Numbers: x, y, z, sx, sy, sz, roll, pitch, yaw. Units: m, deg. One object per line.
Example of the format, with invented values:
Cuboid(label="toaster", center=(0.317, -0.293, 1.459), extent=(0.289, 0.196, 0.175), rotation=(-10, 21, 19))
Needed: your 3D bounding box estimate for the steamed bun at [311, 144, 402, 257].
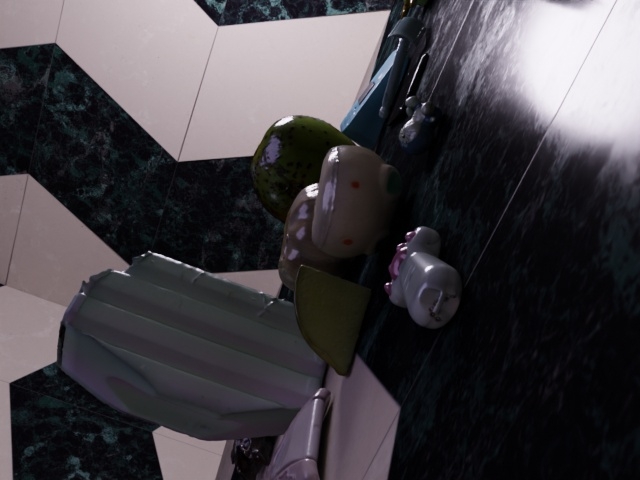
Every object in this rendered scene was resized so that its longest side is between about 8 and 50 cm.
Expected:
Cuboid(label="steamed bun", center=(0.057, -0.059, 1.188), extent=(0.228, 0.131, 0.177), rotation=(-102, 23, -79))

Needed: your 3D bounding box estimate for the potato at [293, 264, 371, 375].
Cuboid(label="potato", center=(-0.002, 0.126, 1.138), extent=(0.081, 0.120, 0.149), rotation=(121, 170, -60))

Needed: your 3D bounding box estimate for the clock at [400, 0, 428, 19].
Cuboid(label="clock", center=(0.255, -0.725, 1.851), extent=(0.286, 0.117, 0.348), rotation=(180, 110, -86))

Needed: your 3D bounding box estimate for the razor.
Cuboid(label="razor", center=(0.175, -0.382, 1.708), extent=(0.106, 0.068, 0.232), rotation=(-60, -13, -48))

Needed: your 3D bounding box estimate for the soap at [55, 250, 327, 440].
Cuboid(label="soap", center=(-0.215, 0.195, 1.312), extent=(0.156, 0.446, 0.261), rotation=(117, 172, -49))

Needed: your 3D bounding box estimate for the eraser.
Cuboid(label="eraser", center=(-0.054, 0.361, 1.101), extent=(0.204, 0.059, 0.243), rotation=(-80, 16, -67))

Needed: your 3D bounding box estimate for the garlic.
Cuboid(label="garlic", center=(0.001, -0.004, 1.476), extent=(0.228, 0.152, 0.227), rotation=(-164, 90, -79))

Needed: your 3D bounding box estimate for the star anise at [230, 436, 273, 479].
Cuboid(label="star anise", center=(-0.152, 0.428, 1.721), extent=(0.236, 0.109, 0.223), rotation=(-79, 6, -52))

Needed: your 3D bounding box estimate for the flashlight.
Cuboid(label="flashlight", center=(0.102, 0.040, 0.766), extent=(0.200, 0.047, 0.093), rotation=(-93, 25, -80))

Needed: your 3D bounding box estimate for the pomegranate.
Cuboid(label="pomegranate", center=(-0.030, -0.189, 1.873), extent=(0.340, 0.285, 0.285), rotation=(-79, 10, -61))

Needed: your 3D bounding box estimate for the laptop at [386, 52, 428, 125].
Cuboid(label="laptop", center=(0.180, -0.315, 1.581), extent=(0.197, 0.016, 0.135), rotation=(-174, 105, -85))

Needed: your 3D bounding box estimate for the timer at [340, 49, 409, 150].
Cuboid(label="timer", center=(0.154, -0.363, 1.912), extent=(0.250, 0.091, 0.232), rotation=(-57, 7, 14))

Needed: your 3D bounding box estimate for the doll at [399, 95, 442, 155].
Cuboid(label="doll", center=(0.148, -0.165, 1.103), extent=(0.083, 0.050, 0.076), rotation=(-68, 23, 8))
